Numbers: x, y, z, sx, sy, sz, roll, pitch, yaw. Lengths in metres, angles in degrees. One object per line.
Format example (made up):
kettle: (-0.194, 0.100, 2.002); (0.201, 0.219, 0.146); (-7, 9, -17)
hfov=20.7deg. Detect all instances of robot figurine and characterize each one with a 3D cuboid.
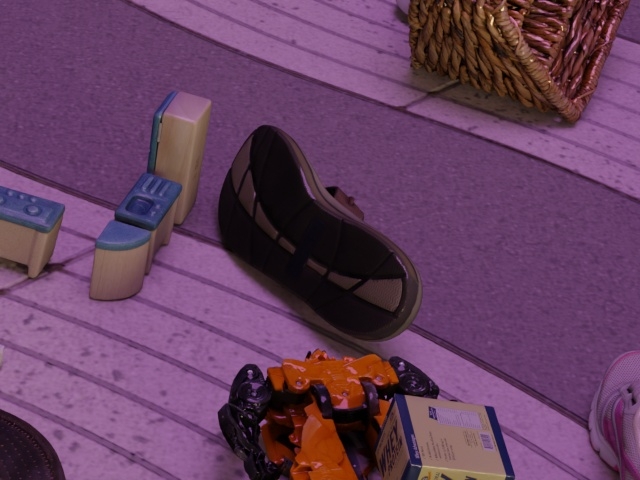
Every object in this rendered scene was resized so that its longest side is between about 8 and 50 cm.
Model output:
robot figurine: (0.033, 0.196, 1.401); (0.211, 0.085, 0.291); (-1, 36, -20)

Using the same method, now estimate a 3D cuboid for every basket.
basket: (0.255, -0.330, 2.052); (0.223, 0.213, 0.299); (21, 64, 14)

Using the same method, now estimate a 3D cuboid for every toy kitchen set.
toy kitchen set: (-0.218, -0.060, 1.668); (0.166, 0.122, 0.207); (16, 33, 6)

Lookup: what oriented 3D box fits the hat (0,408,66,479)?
hat: (-0.342, 0.166, 1.258); (0.331, 0.134, 0.331); (6, 39, -5)

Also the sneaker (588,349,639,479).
sneaker: (0.298, 0.167, 1.506); (0.103, 0.111, 0.252); (8, 33, -7)

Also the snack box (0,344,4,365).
snack box: (-0.328, 0.130, 1.439); (0.064, 0.022, 0.178); (20, 34, 9)

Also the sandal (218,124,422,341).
sandal: (0.000, 0.002, 1.682); (0.086, 0.120, 0.303); (18, 22, -48)

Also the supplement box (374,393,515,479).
supplement box: (0.093, 0.168, 1.335); (0.083, 0.056, 0.083); (9, 33, -15)

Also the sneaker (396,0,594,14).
sneaker: (0.236, -0.337, 2.233); (0.290, 0.123, 0.106); (-3, 38, -20)
